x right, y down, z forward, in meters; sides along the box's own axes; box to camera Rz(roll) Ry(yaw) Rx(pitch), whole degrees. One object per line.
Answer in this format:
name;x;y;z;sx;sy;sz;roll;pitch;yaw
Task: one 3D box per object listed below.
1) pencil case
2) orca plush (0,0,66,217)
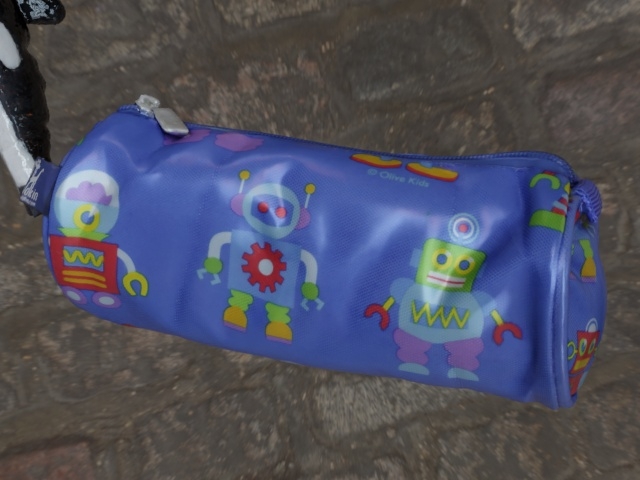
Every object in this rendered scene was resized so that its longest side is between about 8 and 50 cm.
pencil case;0.000;0.000;0.554;0.306;0.119;0.133;9;108;17
orca plush;-0.250;-0.169;0.835;0.102;0.151;0.287;-26;87;-17
